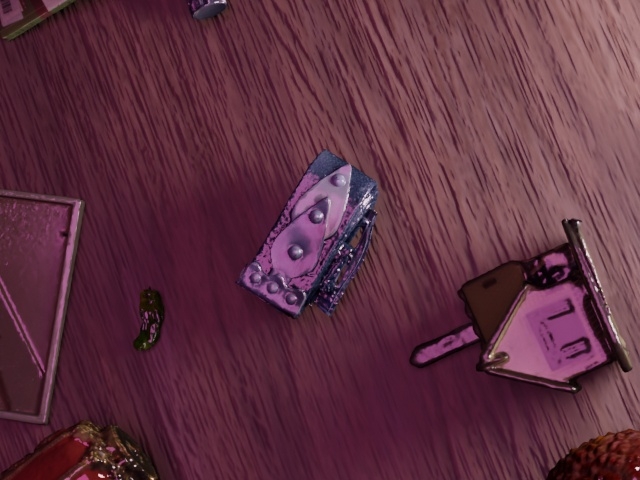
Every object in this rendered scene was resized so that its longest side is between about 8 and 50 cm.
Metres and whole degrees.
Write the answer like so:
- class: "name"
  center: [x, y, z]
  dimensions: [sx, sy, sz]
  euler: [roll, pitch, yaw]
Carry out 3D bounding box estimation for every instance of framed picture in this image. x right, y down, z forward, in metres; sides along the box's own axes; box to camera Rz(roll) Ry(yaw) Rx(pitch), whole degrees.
- class: "framed picture"
  center: [-0.470, 0.084, 1.993]
  dimensions: [0.241, 0.020, 0.324]
  euler: [6, 84, 9]

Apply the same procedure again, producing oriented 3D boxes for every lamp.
- class: "lamp"
  center: [-0.348, 0.359, 1.865]
  dimensions: [0.274, 0.177, 0.177]
  euler: [-37, 80, 2]

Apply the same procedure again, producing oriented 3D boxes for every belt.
- class: "belt"
  center: [0.000, -0.001, 1.887]
  dimensions: [0.128, 0.122, 0.218]
  euler: [30, 95, 9]

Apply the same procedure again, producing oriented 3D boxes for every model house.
- class: "model house"
  center: [0.237, 0.117, 1.799]
  dimensions: [0.279, 0.218, 0.204]
  euler: [-22, 80, 9]

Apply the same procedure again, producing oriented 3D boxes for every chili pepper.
- class: "chili pepper"
  center: [-0.237, 0.109, 1.956]
  dimensions: [0.030, 0.034, 0.091]
  euler: [2, 83, 42]

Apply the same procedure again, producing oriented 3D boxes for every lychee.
- class: "lychee"
  center: [0.395, 0.352, 1.728]
  dimensions: [0.261, 0.260, 0.260]
  euler: [-1, 83, 8]

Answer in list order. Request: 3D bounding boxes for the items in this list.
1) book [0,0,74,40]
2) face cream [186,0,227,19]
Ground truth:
- class: "book"
  center: [-0.371, -0.435, 2.005]
  dimensions: [0.289, 0.026, 0.201]
  euler: [-25, 79, 19]
- class: "face cream"
  center: [-0.202, -0.452, 1.994]
  dimensions: [0.144, 0.071, 0.291]
  euler: [-24, 79, 10]
